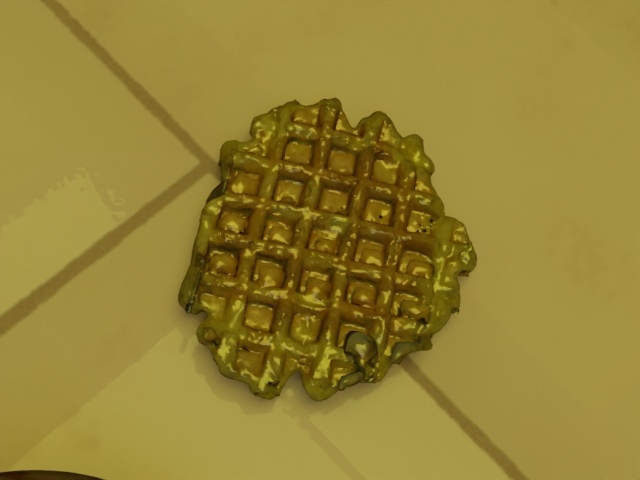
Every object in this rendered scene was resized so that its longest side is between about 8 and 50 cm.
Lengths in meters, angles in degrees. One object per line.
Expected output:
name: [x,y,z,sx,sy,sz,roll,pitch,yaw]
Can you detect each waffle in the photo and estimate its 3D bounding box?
waffle: [0.000,0.002,0.852,0.280,0.060,0.262,-28,72,-21]

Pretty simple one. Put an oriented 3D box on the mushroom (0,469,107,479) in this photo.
mushroom: [-0.179,0.303,0.608,0.292,0.292,0.290,34,95,5]
